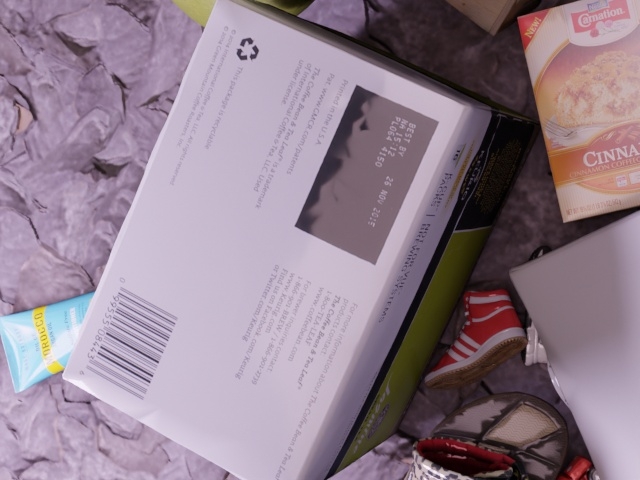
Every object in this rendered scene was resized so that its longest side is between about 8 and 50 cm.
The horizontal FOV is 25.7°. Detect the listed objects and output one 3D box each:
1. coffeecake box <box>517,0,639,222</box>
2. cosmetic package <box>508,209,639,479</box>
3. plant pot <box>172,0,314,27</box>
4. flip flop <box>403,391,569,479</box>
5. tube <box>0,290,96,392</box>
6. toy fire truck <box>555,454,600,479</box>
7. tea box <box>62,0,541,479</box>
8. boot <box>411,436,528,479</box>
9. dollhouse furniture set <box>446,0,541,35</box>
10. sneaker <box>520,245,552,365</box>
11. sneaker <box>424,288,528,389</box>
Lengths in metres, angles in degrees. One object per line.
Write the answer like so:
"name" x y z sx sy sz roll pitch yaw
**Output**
"coffeecake box" 0.264 -0.121 1.222 0.142 0.068 0.185 -13 87 18
"cosmetic package" 0.318 0.056 1.046 0.156 0.385 0.217 -21 86 -20
"plant pot" -0.065 -0.297 1.151 0.275 0.293 0.274 1 71 -3
"flip flop" 0.126 0.241 1.278 0.112 0.080 0.277 33 116 9
"tube" -0.232 0.085 1.401 0.207 0.052 0.080 -21 74 23
"toy fire truck" 0.256 0.293 1.204 0.192 0.047 0.135 40 85 14
"tea box" 0.000 0.000 1.175 0.220 0.323 0.329 27 99 16
"boot" 0.157 0.280 1.167 0.236 0.085 0.178 19 112 33
"dollhouse furniture set" 0.158 -0.325 1.181 0.161 0.212 0.242 39 129 12
"sneaker" 0.205 0.059 1.267 0.044 0.040 0.109 2 95 1
"sneaker" 0.136 0.088 1.283 0.118 0.042 0.067 -36 54 36
